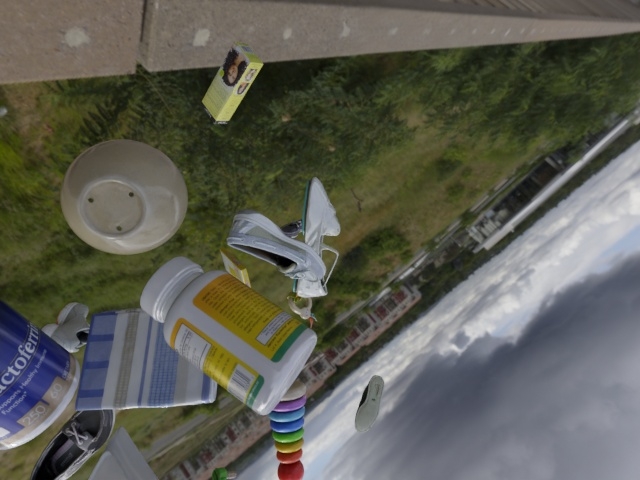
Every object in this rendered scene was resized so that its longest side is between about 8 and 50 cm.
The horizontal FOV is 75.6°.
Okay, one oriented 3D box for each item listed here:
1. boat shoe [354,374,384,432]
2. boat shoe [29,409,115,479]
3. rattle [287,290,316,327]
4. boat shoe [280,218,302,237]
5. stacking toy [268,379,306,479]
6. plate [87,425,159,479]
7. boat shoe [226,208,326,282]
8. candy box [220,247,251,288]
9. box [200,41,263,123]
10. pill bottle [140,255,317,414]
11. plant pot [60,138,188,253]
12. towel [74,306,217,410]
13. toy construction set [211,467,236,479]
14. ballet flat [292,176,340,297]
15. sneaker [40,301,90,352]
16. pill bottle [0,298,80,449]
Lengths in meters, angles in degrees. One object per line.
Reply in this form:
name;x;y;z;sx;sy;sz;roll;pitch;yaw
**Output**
boat shoe;0.202;0.668;1.691;0.079;0.084;0.232;96;16;-78
boat shoe;-0.666;0.553;1.107;0.335;0.112;0.095;-50;173;18
rattle;-0.056;0.311;1.982;0.143;0.199;0.130;-36;168;32
boat shoe;-0.100;-0.068;1.772;0.206;0.075;0.064;-23;146;-47
stacking toy;-0.108;0.646;1.371;0.141;0.329;0.141;-4;177;0
plate;-0.539;0.675;1.053;0.045;0.277;0.277;33;83;-50
boat shoe;-0.111;0.039;1.099;0.320;0.118;0.103;40;56;-38
candy box;-0.337;0.113;1.634;0.027;0.206;0.105;-23;125;-27
box;-0.266;-0.459;1.219;0.058;0.087;0.232;-22;161;-52
pill bottle;-0.119;0.111;0.523;0.117;0.209;0.117;-54;167;-19
plant pot;-0.454;-0.088;0.946;0.284;0.284;0.191;-41;-159;-4
towel;-0.343;0.233;0.845;0.285;0.209;0.034;-5;153;3
toy construction set;-0.265;0.704;0.884;0.237;0.258;0.308;28;76;-43
ballet flat;0.000;0.000;1.328;0.139;0.139;0.399;-17;119;-56
sneaker;-0.741;0.272;1.250;0.262;0.121;0.099;-120;-136;-72
pill bottle;-0.467;0.149;0.539;0.153;0.153;0.264;-37;132;-16
